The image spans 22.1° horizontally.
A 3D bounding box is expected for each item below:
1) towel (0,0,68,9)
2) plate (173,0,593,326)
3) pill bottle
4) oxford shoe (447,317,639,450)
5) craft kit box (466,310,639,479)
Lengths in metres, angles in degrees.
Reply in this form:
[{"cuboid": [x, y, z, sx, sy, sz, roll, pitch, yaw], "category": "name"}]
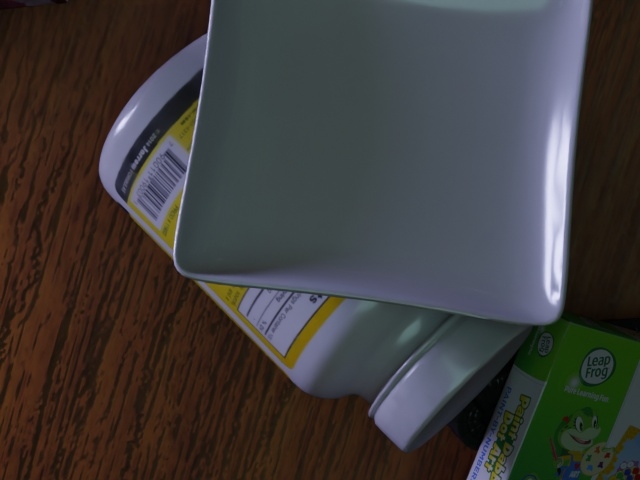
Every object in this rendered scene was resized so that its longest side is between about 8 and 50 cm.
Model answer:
[{"cuboid": [-0.371, -0.191, 1.270, 0.329, 0.237, 0.037, -5, 96, -2], "category": "towel"}, {"cuboid": [0.048, -0.084, 1.188, 0.277, 0.045, 0.278, 8, 75, -2], "category": "plate"}, {"cuboid": [0.000, 0.000, 1.289, 0.188, 0.188, 0.334, -46, 78, 3], "category": "pill bottle"}, {"cuboid": [0.195, 0.105, 1.405, 0.227, 0.096, 0.083, -12, 111, -21], "category": "oxford shoe"}, {"cuboid": [0.243, 0.198, 1.376, 0.250, 0.061, 0.247, 16, 97, -30], "category": "craft kit box"}]
